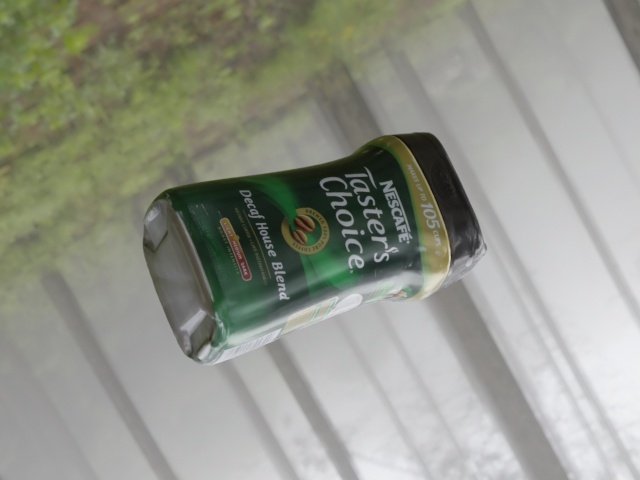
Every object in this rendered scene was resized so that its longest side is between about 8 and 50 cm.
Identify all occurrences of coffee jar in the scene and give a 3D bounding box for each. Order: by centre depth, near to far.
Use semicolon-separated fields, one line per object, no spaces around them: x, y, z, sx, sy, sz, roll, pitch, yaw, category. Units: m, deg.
0.000;0.000;0.817;0.184;0.096;0.079;-16;163;-28;coffee jar
